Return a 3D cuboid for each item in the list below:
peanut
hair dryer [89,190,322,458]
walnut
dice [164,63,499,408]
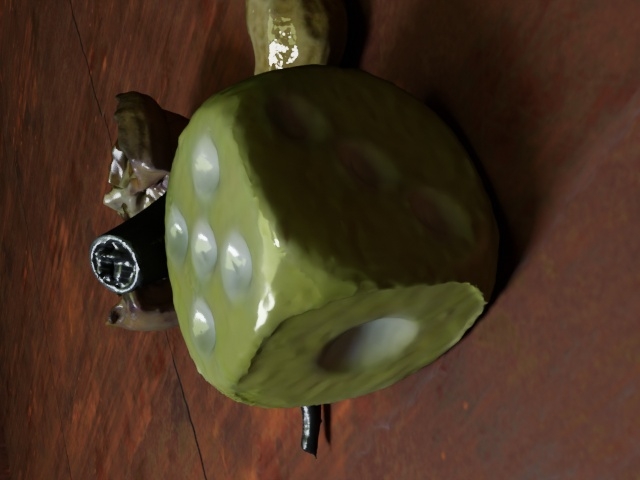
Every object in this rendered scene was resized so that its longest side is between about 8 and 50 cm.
[{"bbox_3d":[-0.015,-0.134,0.669,0.089,0.089,0.192,10,106,61],"label":"peanut"},{"bbox_3d":[-0.055,0.066,0.694,0.091,0.235,0.271,-26,95,30],"label":"hair dryer"},{"bbox_3d":[-0.156,-0.036,0.877,0.204,0.141,0.238,-124,38,-60],"label":"walnut"},{"bbox_3d":[0.000,0.000,0.558,0.169,0.166,0.169,-57,45,46],"label":"dice"}]
